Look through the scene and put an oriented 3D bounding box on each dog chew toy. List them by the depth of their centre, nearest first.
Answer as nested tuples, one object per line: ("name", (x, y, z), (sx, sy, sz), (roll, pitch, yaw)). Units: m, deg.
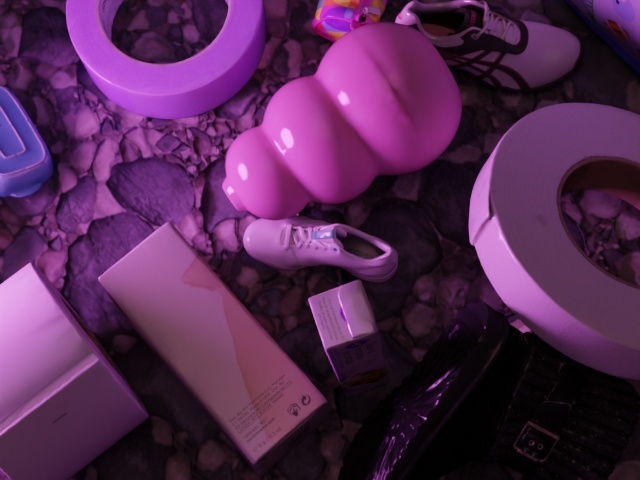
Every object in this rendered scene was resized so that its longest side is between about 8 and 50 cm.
("dog chew toy", (0.019, -0.143, 1.579), (0.332, 0.206, 0.206), (-32, 75, 1))

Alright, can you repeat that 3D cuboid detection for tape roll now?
("tape roll", (-0.349, 0.172, 1.465), (0.169, 0.246, 0.246), (-38, 76, -10))
("tape roll", (0.378, -0.007, 1.504), (0.392, 0.072, 0.391), (9, 54, -13))
("tape roll", (-0.216, -0.315, 1.687), (0.275, 0.090, 0.274), (0, 73, 1))

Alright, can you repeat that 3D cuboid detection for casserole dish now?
("casserole dish", (-0.446, -0.145, 1.647), (0.114, 0.037, 0.188), (-25, 73, -32))

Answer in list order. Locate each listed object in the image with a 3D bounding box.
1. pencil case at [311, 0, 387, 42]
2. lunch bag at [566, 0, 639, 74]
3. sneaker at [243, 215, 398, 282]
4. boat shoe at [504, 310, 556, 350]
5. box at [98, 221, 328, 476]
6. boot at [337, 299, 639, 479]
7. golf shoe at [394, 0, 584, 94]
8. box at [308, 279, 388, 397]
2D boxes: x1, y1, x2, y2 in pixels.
("pencil case", (0.066, -0.386, 1.694), (0.105, 0.104, 0.236), (15, 75, 6))
("lunch bag", (0.473, -0.395, 1.565), (0.385, 0.328, 0.239), (42, 74, 14))
("sneaker", (0.000, 0.000, 1.583), (0.212, 0.094, 0.080), (9, 75, 5))
("boat shoe", (0.220, 0.150, 1.545), (0.224, 0.080, 0.073), (-31, 31, 9))
("box", (-0.135, 0.140, 1.520), (0.121, 0.148, 0.311), (-40, 77, -11))
("boot", (0.208, 0.266, 1.481), (0.260, 0.131, 0.348), (33, 107, -19))
("golf shoe", (0.234, -0.274, 1.646), (0.273, 0.120, 0.105), (4, 72, 2))
("box", (0.039, 0.126, 1.425), (0.063, 0.324, 0.067), (-20, 71, -1))
